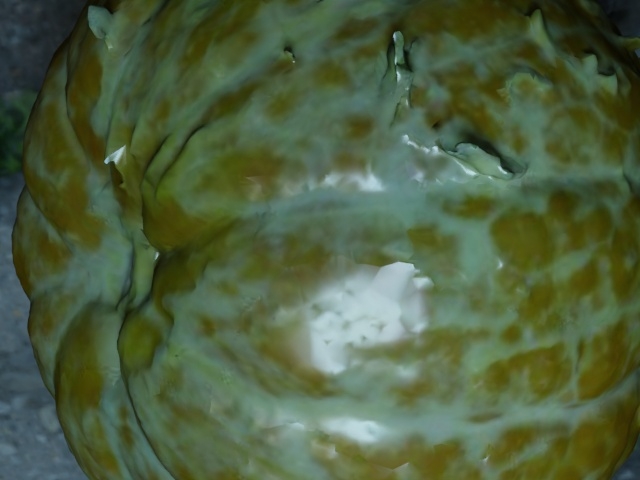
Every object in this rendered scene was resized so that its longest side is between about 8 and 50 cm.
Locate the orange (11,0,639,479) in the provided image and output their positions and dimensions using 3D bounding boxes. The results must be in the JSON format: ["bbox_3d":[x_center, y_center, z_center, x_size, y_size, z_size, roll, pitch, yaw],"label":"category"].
[{"bbox_3d":[0.000,0.000,0.811,0.249,0.329,0.329,-3,131,-41],"label":"orange"}]
